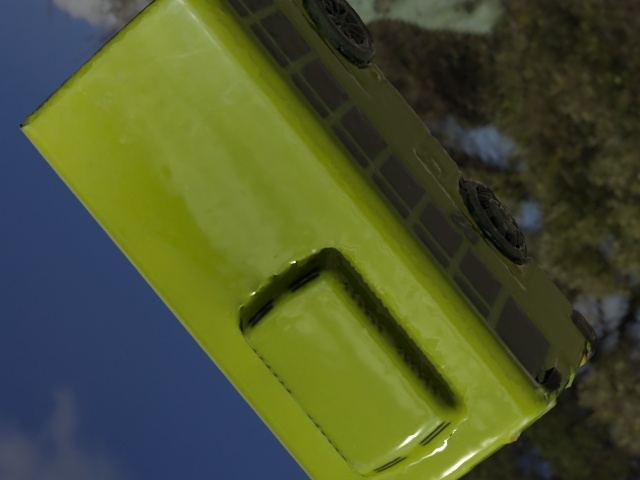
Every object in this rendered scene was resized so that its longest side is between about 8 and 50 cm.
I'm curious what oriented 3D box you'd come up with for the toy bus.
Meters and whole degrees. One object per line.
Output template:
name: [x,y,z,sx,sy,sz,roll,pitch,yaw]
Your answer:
toy bus: [0.000,0.000,0.681,0.262,0.128,0.150,51,-156,-3]
